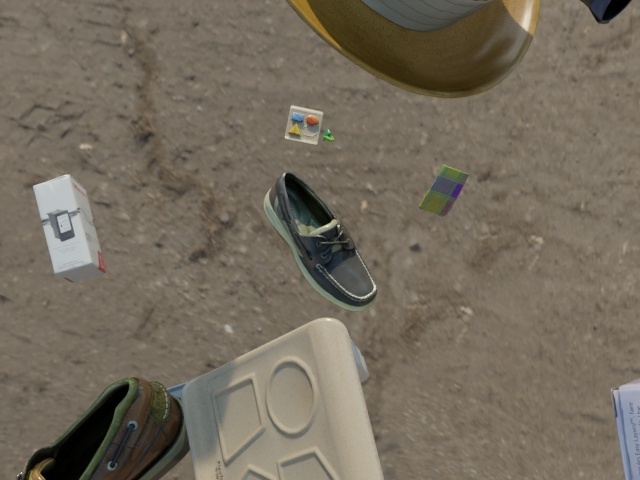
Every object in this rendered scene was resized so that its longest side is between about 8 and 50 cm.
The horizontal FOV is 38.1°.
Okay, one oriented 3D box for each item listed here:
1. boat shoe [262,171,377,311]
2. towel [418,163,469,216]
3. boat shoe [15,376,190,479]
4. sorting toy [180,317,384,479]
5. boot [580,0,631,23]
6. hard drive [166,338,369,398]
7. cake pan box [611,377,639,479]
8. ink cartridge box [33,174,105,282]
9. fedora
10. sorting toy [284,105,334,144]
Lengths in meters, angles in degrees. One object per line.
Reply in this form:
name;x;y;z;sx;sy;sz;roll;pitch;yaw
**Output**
boat shoe;0.000;-0.001;1.280;0.080;0.073;0.223;-29;70;-27
towel;0.195;-0.078;1.475;0.083;0.060;0.009;-62;36;18
boat shoe;-0.272;0.261;0.971;0.307;0.104;0.110;-48;45;-3
sorting toy;-0.034;0.190;0.833;0.208;0.038;0.193;-27;67;36
boot;0.355;-0.343;1.035;0.082;0.219;0.106;-18;73;-31
hard drive;-0.057;0.190;1.209;0.233;0.353;0.047;-18;79;2
cake pan box;0.294;0.185;0.479;0.245;0.070;0.267;-12;84;34
ink cartridge box;-0.404;-0.018;1.499;0.063;0.109;0.150;-16;80;-3
fedora;0.046;-0.150;0.333;0.079;0.194;0.194;-13;65;46
sorting toy;-0.015;-0.193;1.574;0.083;0.012;0.062;11;80;-4
